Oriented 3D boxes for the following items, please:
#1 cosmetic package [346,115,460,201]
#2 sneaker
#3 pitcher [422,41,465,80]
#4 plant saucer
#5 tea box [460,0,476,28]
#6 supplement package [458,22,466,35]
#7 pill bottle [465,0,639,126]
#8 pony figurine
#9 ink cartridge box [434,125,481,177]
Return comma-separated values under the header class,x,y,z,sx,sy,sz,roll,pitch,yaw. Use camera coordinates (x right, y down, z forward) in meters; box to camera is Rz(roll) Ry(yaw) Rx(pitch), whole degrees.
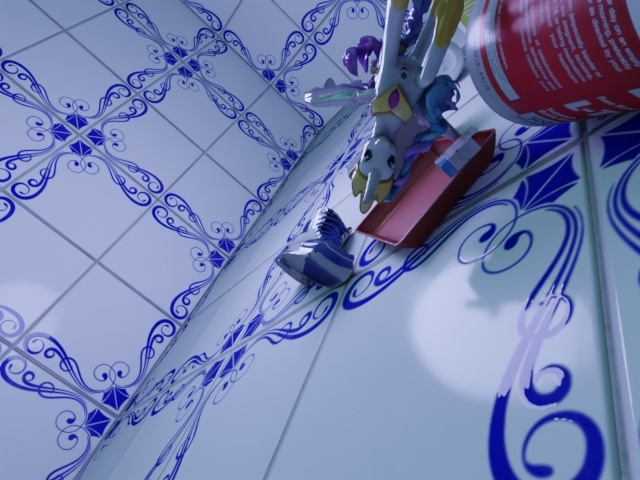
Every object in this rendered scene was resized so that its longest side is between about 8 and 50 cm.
class,x,y,z,sx,sy,sz,roll,pitch,yaw
cosmetic package,0.184,-0.205,1.101,0.238,0.127,0.107,-46,13,17
sneaker,0.000,0.000,1.109,0.182,0.127,0.315,-54,13,-13
pitcher,0.386,-0.539,1.431,0.177,0.126,0.207,-27,9,20
plant saucer,0.195,-0.089,0.911,0.259,0.047,0.258,-49,13,-3
tea box,0.436,-0.619,1.017,0.329,0.323,0.220,-48,13,8
supplement package,0.538,-0.775,1.440,0.178,0.175,0.293,-56,15,-21
pill bottle,0.347,-0.255,0.502,0.229,0.229,0.407,-49,13,-3
pony figurine,0.118,-0.262,0.789,0.351,0.302,0.364,-77,0,-59
ink cartridge box,0.231,-0.146,0.792,0.083,0.028,0.048,-46,13,15
